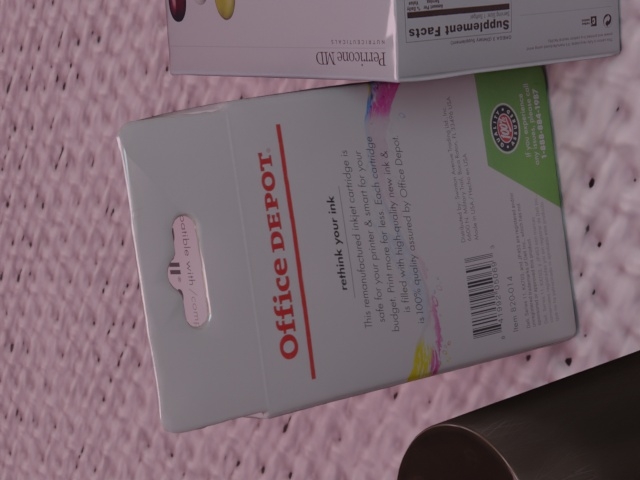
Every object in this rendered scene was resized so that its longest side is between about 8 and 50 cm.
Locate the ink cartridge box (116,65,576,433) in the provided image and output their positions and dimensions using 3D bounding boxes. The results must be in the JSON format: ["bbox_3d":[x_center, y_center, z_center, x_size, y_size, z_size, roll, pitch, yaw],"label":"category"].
[{"bbox_3d":[0.000,0.000,1.162,0.119,0.353,0.207,-3,96,53],"label":"ink cartridge box"}]

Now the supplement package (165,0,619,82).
[{"bbox_3d":[0.042,-0.191,1.186,0.262,0.204,0.145,8,105,52],"label":"supplement package"}]

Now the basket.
[{"bbox_3d":[0.172,0.154,1.077,0.204,0.227,0.154,-39,67,51],"label":"basket"}]
